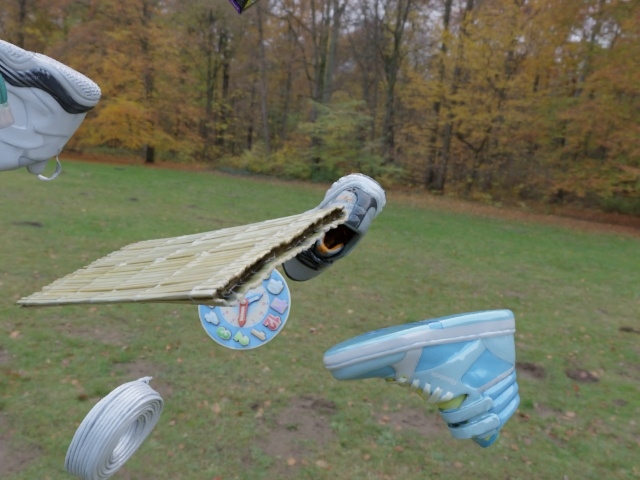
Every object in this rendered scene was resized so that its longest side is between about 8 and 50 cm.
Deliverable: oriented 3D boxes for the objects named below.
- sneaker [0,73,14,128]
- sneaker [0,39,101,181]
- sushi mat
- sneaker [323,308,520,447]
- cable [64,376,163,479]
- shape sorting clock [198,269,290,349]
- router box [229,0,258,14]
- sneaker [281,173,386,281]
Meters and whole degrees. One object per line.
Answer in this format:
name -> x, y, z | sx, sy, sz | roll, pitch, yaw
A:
sneaker -> -0.542, -0.186, 0.655 | 0.303, 0.120, 0.108 | -7, 25, -11
sneaker -> -0.569, -0.236, 0.879 | 0.366, 0.210, 0.137 | 21, 11, -30
sushi mat -> -0.134, 0.021, 0.477 | 0.317, 0.019, 0.151 | -7, 20, 42
sneaker -> 0.173, 0.229, 0.849 | 0.319, 0.208, 0.127 | -9, -6, -11
cable -> -0.498, 0.468, 1.340 | 0.089, 0.257, 0.257 | 28, -3, 12
shape sorting clock -> -0.169, 0.139, 1.214 | 0.206, 0.206, 0.040 | 6, -17, 1
router box -> -0.040, -0.391, 0.723 | 0.179, 0.046, 0.133 | -47, 12, -24
sneaker -> 0.000, 0.000, 0.900 | 0.100, 0.271, 0.108 | 33, 49, -8
